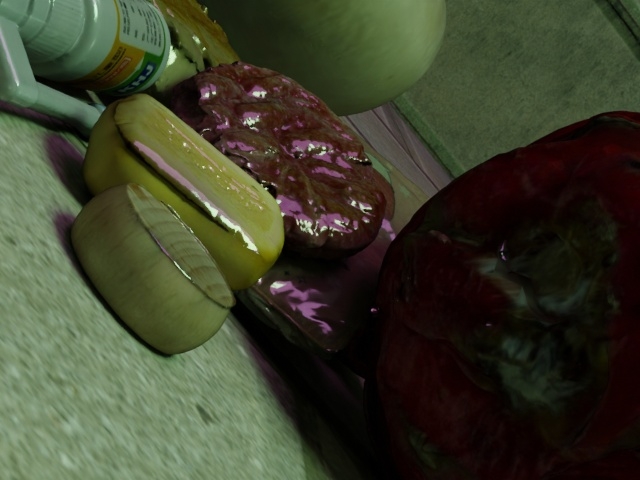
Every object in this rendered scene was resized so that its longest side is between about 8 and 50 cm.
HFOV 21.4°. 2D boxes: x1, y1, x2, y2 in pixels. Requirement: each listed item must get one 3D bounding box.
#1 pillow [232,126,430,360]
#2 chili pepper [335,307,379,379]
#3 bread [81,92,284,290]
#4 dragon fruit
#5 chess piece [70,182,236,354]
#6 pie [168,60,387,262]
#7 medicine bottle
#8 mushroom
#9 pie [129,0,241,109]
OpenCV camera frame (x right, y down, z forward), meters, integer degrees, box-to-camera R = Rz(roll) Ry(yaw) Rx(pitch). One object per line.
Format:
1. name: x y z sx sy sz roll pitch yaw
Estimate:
1. pillow: -0.007 -0.012 1.041 0.135 0.049 0.248 43 25 0
2. chili pepper: 0.027 0.039 1.121 0.123 0.073 0.070 -114 -155 -53
3. bread: -0.073 -0.018 0.853 0.115 0.056 0.082 39 23 -19
4. dragon fruit: 0.177 0.076 0.956 0.329 0.329 0.329 50 8 -10
5. chess piece: -0.076 0.012 0.772 0.084 0.038 0.083 49 11 -12
6. pie: -0.022 -0.047 0.989 0.154 0.036 0.154 28 31 -19
7. medicine bottle: -0.134 -0.100 0.885 0.220 0.061 0.092 5 67 -77
8. mushroom: -0.011 -0.286 1.435 0.362 0.294 0.362 55 -8 11
9. pie: -0.075 -0.098 1.134 0.129 0.068 0.282 63 11 24
